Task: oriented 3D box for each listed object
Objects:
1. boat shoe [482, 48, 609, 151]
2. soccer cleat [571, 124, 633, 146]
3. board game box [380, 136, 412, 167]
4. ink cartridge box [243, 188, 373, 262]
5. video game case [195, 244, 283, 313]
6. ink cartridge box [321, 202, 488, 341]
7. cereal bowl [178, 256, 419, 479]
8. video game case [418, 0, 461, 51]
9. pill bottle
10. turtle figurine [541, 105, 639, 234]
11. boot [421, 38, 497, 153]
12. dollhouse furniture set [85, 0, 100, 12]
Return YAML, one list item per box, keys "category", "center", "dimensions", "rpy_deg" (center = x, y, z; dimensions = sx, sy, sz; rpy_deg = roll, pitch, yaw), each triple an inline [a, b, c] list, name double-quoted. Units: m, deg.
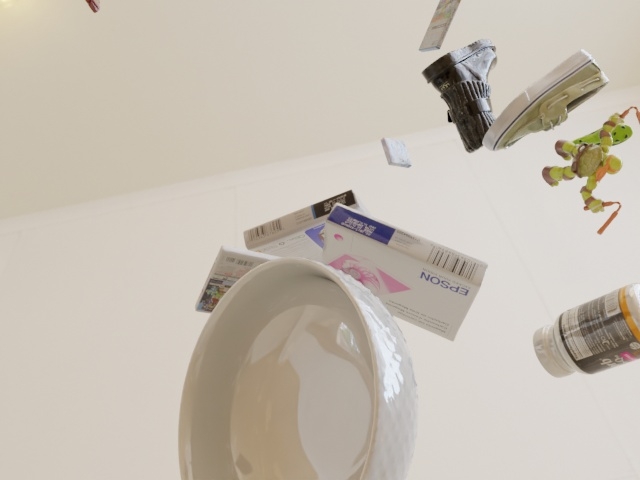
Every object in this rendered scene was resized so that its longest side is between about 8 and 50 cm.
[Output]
- category: "boat shoe"
  center: [0.470, -0.278, 1.189]
  dimensions: [0.302, 0.109, 0.094]
  rpy_deg: [-40, -107, -5]
- category: "soccer cleat"
  center: [0.786, -0.286, 1.630]
  dimensions: [0.179, 0.060, 0.072]
  rpy_deg: [-17, -179, 19]
- category: "board game box"
  center: [0.234, -0.270, 1.772]
  dimensions: [0.090, 0.020, 0.090]
  rpy_deg: [3, -116, -39]
- category: "ink cartridge box"
  center: [0.000, 0.000, 1.524]
  dimensions: [0.303, 0.307, 0.072]
  rpy_deg: [-22, -114, 12]
- category: "video game case"
  center: [-0.150, 0.101, 1.253]
  dimensions: [0.201, 0.183, 0.023]
  rpy_deg: [13, -145, -26]
- category: "ink cartridge box"
  center: [0.157, 0.098, 1.230]
  dimensions: [0.324, 0.330, 0.071]
  rpy_deg: [22, -125, 14]
- category: "cereal bowl"
  center: [-0.019, 0.196, 0.667]
  dimensions: [0.339, 0.141, 0.339]
  rpy_deg: [-20, -119, 41]
- category: "video game case"
  center: [0.315, -0.573, 1.486]
  dimensions: [0.015, 0.166, 0.119]
  rpy_deg: [20, -171, -17]
- category: "pill bottle"
  center: [0.658, 0.222, 1.354]
  dimensions: [0.278, 0.162, 0.162]
  rpy_deg: [-38, -158, 43]
- category: "turtle figurine"
  center: [0.573, -0.155, 1.241]
  dimensions: [0.087, 0.270, 0.217]
  rpy_deg: [10, -175, -15]
- category: "boot"
  center: [0.427, -0.386, 1.550]
  dimensions: [0.348, 0.260, 0.131]
  rpy_deg: [-33, 179, -43]
- category: "dollhouse furniture set"
  center: [-0.407, -0.588, 0.912]
  dimensions: [0.201, 0.374, 0.152]
  rpy_deg: [-35, -144, 1]
